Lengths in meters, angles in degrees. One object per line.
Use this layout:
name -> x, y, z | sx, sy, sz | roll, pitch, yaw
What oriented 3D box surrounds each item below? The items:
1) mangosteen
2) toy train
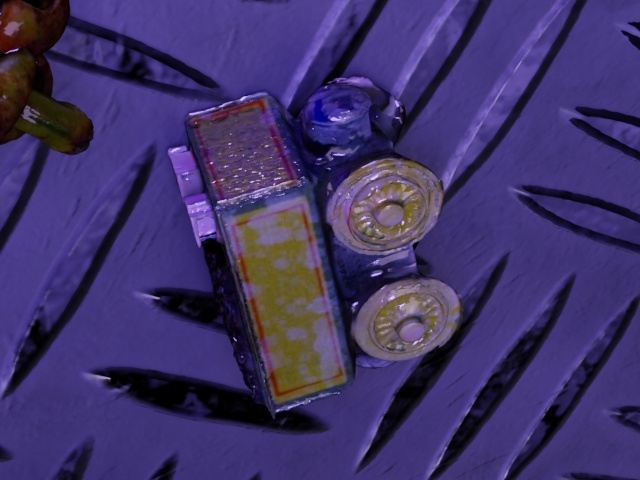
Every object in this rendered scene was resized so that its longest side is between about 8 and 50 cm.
mangosteen -> -0.241, -0.114, 1.176 | 0.230, 0.194, 0.194 | 37, 106, -4
toy train -> 0.000, 0.000, 1.443 | 0.177, 0.134, 0.261 | -17, 130, -4
